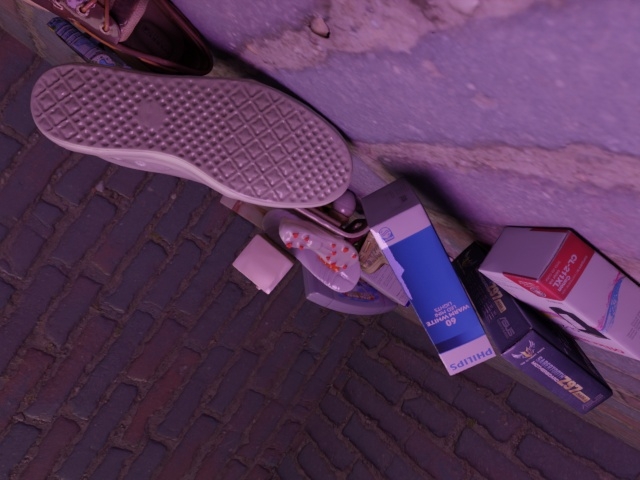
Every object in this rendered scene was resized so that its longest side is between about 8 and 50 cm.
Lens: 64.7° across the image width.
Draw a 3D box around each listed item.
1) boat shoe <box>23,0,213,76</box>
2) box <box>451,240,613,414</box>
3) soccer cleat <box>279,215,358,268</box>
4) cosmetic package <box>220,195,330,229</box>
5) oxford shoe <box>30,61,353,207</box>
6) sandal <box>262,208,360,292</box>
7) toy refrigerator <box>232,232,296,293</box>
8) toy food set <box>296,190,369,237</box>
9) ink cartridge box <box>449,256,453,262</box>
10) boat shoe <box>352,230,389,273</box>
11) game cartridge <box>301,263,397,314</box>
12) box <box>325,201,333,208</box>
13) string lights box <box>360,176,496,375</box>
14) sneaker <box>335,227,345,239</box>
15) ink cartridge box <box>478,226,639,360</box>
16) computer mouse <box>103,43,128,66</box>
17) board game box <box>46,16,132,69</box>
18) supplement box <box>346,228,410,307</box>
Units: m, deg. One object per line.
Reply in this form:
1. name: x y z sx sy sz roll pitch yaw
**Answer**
1. boat shoe: -0.254 -0.299 0.612 0.123 0.123 0.342 23 174 27
2. box: 0.306 0.121 0.757 0.183 0.059 0.233 35 -159 -19
3. soccer cleat: 0.000 0.000 1.066 0.196 0.068 0.076 22 -149 -30
4. cosmetic package: -0.105 -0.083 1.384 0.296 0.129 0.153 33 -169 22
5. oxford shoe: -0.172 -0.154 0.741 0.449 0.169 0.130 11 180 -5
6. sandal: -0.015 0.014 1.180 0.265 0.102 0.076 38 -179 10
7. toy refrigerator: -0.125 0.050 1.181 0.102 0.094 0.269 40 180 -2
8. toy food set: -0.037 -0.104 1.084 0.306 0.092 0.220 30 179 -7
9. ink cartridge box: 0.258 0.049 1.056 0.048 0.028 0.083 29 173 41
10. boat shoe: 0.127 0.006 1.150 0.089 0.104 0.285 39 164 -3
11. game cartridge: 0.088 0.116 1.466 0.297 0.062 0.198 12 -132 -28
12. box: -0.042 -0.141 1.199 0.164 0.021 0.201 26 170 44
13. string lights box: 0.155 0.049 0.733 0.260 0.076 0.133 59 -170 -19
14. sneaker: -0.038 -0.059 1.522 0.279 0.107 0.118 34 -173 34
15. ink cartridge box: 0.308 0.062 0.625 0.175 0.072 0.127 35 175 -12
16. computer mouse: -0.371 -0.365 1.082 0.242 0.041 0.071 32 174 12
17. board game box: -0.501 -0.419 1.184 0.194 0.060 0.194 38 176 12
18. supplement box: 0.165 0.074 1.393 0.220 0.114 0.111 34 176 -16
